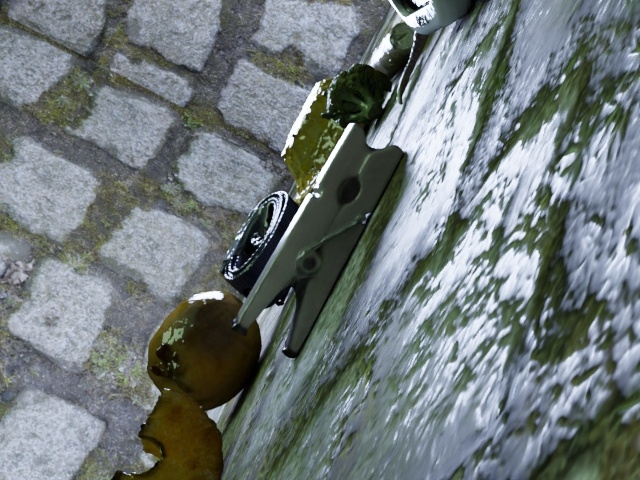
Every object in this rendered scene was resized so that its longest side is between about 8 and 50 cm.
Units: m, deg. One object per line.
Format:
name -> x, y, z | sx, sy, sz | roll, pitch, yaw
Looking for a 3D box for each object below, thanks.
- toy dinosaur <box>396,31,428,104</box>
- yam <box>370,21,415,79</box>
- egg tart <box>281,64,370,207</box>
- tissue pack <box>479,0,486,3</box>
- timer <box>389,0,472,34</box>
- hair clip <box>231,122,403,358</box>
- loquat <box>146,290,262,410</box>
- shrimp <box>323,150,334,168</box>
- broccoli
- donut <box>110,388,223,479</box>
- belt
toy dinosaur -> 0.163, -0.380, 2.003 | 0.200, 0.072, 0.251 | -36, -43, -46
yam -> 0.138, -0.356, 2.290 | 0.071, 0.067, 0.317 | -39, 1, -6
egg tart -> 0.012, -0.228, 2.526 | 0.341, 0.132, 0.341 | -63, 5, 10
tissue pack -> 0.161, -0.450, 1.570 | 0.159, 0.229, 0.145 | -60, 4, 40
timer -> 0.132, -0.422, 1.767 | 0.087, 0.237, 0.262 | -34, 8, -4
hair clip -> 0.000, 0.000, 1.660 | 0.331, 0.101, 0.085 | -60, 1, 6
loquat -> -0.207, 0.202, 2.200 | 0.238, 0.193, 0.238 | -41, -5, -4
shrimp -> 0.020, -0.106, 2.277 | 0.236, 0.053, 0.133 | 123, 171, -65
broccoli -> 0.073, -0.271, 2.291 | 0.120, 0.131, 0.130 | 43, 108, 43
donut -> -0.229, 0.366, 1.844 | 0.101, 0.152, 0.259 | 100, -166, -45
belt -> -0.089, 0.024, 2.302 | 0.139, 0.126, 0.230 | -22, 34, 42
